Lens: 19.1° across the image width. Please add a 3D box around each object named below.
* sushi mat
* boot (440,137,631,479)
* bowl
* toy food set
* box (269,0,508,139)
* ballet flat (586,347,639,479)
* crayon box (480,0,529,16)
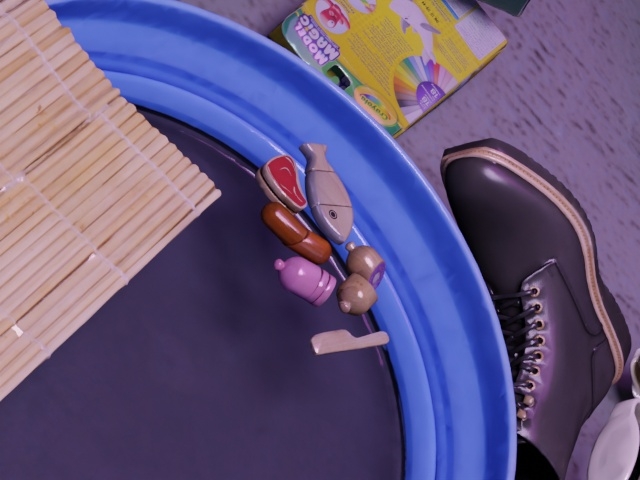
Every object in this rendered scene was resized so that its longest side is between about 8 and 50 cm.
[{"bbox_3d":[-0.178,0.001,0.866,0.151,0.019,0.316,49,43,-5],"label":"sushi mat"},{"bbox_3d":[0.118,0.051,1.138,0.198,0.077,0.137,53,44,-25],"label":"boot"},{"bbox_3d":[-0.068,0.053,0.999,0.391,0.077,0.391,22,50,-29],"label":"bowl"},{"bbox_3d":[0.000,0.000,1.022,0.078,0.019,0.122,-6,67,-43],"label":"toy food set"},{"bbox_3d":[0.042,-0.127,1.241,0.105,0.043,0.179,52,40,-1],"label":"box"},{"bbox_3d":[0.229,0.121,1.191,0.096,0.095,0.280,56,40,-15],"label":"ballet flat"},{"bbox_3d":[0.074,-0.317,1.324,0.203,0.083,0.323,21,46,-11],"label":"crayon box"}]
